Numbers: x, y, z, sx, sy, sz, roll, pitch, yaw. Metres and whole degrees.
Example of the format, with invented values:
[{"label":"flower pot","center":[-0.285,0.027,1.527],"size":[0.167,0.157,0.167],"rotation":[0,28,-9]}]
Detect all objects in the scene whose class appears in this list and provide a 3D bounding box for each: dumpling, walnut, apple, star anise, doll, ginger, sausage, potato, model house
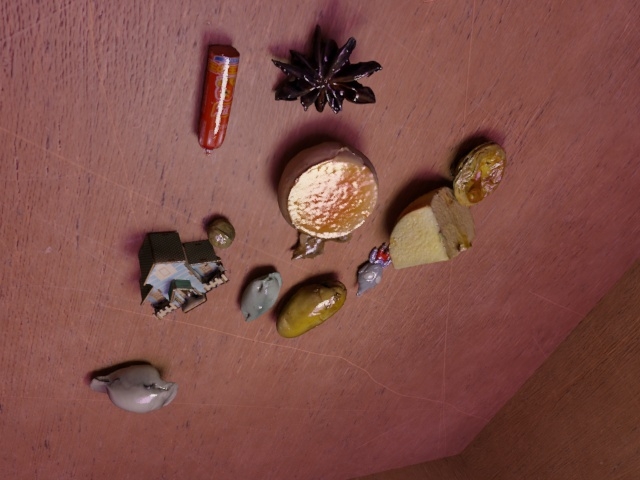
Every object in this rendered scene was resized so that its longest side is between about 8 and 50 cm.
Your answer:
[{"label":"dumpling","center":[-0.190,0.195,1.687],"size":[0.149,0.105,0.216],"rotation":[10,123,-34]},{"label":"walnut","center":[-0.294,-0.019,1.457],"size":[0.092,0.092,0.092],"rotation":[-15,134,-16]},{"label":"dumpling","center":[-0.648,0.523,1.730],"size":[0.175,0.243,0.227],"rotation":[-51,172,-37]},{"label":"apple","center":[0.400,-0.028,1.707],"size":[0.309,0.252,0.314],"rotation":[-28,145,-54]},{"label":"star anise","center":[0.016,-0.407,1.224],"size":[0.283,0.129,0.212],"rotation":[-9,131,26]},{"label":"doll","center":[0.195,0.117,1.849],"size":[0.102,0.075,0.227],"rotation":[26,103,-23]},{"label":"ginger","center":[0.005,0.007,1.659],"size":[0.214,0.059,0.133],"rotation":[-3,122,-28]},{"label":"sausage","center":[-0.255,-0.331,1.203],"size":[0.074,0.074,0.274],"rotation":[-1,130,-27]},{"label":"potato","center":[-0.036,0.244,1.790],"size":[0.300,0.140,0.173],"rotation":[-36,143,14]},{"label":"model house","center":[-0.428,0.087,1.420],"size":[0.271,0.178,0.206],"rotation":[-27,135,1]}]

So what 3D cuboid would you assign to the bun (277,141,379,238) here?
[{"label":"bun","center":[0.018,-0.159,1.436],"size":[0.299,0.164,0.298],"rotation":[-9,127,-12]}]

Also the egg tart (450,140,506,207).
[{"label":"egg tart","center":[0.531,-0.231,1.679],"size":[0.241,0.106,0.241],"rotation":[-21,133,-25]}]
